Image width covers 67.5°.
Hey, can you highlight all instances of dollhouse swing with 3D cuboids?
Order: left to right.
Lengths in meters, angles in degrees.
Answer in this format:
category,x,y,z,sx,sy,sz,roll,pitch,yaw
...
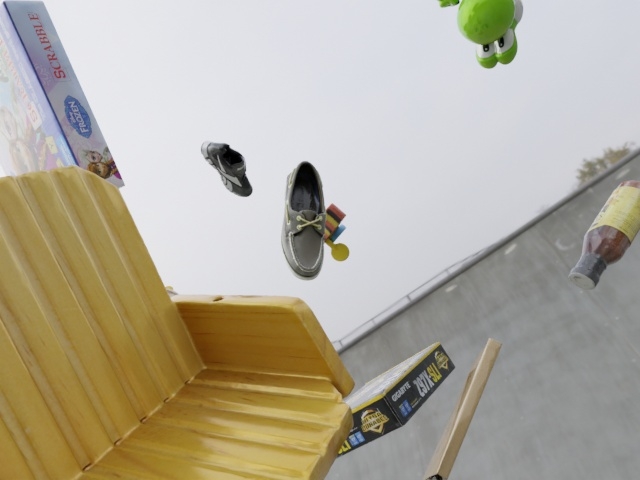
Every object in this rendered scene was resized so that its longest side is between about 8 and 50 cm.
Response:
category,x,y,z,sx,sy,sz,roll,pitch,yaw
dollhouse swing,-0.173,0.083,0.429,0.316,0.304,0.347,-3,15,26

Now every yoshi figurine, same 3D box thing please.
category,x,y,z,sx,sy,sz,roll,pitch,yaw
yoshi figurine,0.338,-0.547,0.979,0.203,0.361,0.204,-7,-1,-21

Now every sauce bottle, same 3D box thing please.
category,x,y,z,sx,sy,sz,roll,pitch,yaw
sauce bottle,0.296,-0.006,0.489,0.128,0.042,0.042,-47,-14,-19

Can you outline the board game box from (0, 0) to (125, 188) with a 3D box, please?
category,x,y,z,sx,sy,sz,roll,pitch,yaw
board game box,-0.507,-0.194,0.859,0.318,0.318,0.066,-17,8,44

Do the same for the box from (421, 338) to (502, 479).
category,x,y,z,sx,sy,sz,roll,pitch,yaw
box,0.203,0.256,0.697,0.201,0.021,0.164,-56,-21,-25

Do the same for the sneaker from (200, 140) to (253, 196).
category,x,y,z,sx,sy,sz,roll,pitch,yaw
sneaker,-0.269,-0.219,1.498,0.106,0.078,0.234,1,-37,35

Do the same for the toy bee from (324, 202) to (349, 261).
category,x,y,z,sx,sy,sz,roll,pitch,yaw
toy bee,0.000,0.000,1.397,0.162,0.195,0.298,-50,-23,-10

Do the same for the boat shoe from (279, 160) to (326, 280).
category,x,y,z,sx,sy,sz,roll,pitch,yaw
boat shoe,-0.040,-0.054,1.165,0.109,0.304,0.091,3,-29,-13

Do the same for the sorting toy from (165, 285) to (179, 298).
category,x,y,z,sx,sy,sz,roll,pitch,yaw
sorting toy,-0.301,0.127,0.902,0.083,0.044,0.075,-14,-30,-22

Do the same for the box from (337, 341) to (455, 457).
category,x,y,z,sx,sy,sz,roll,pitch,yaw
box,0.135,0.358,1.067,0.257,0.079,0.322,-39,-14,31
